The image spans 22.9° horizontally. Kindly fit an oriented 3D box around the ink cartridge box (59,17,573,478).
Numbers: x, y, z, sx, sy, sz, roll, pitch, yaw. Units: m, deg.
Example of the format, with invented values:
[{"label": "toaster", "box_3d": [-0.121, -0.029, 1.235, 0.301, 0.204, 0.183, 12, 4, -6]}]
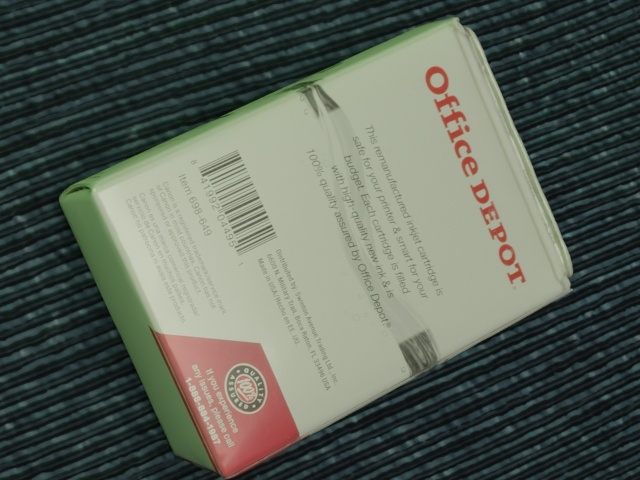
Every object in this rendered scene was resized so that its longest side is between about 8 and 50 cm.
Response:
[{"label": "ink cartridge box", "box_3d": [0.000, 0.000, 0.811, 0.218, 0.092, 0.158, -26, 98, -19]}]
